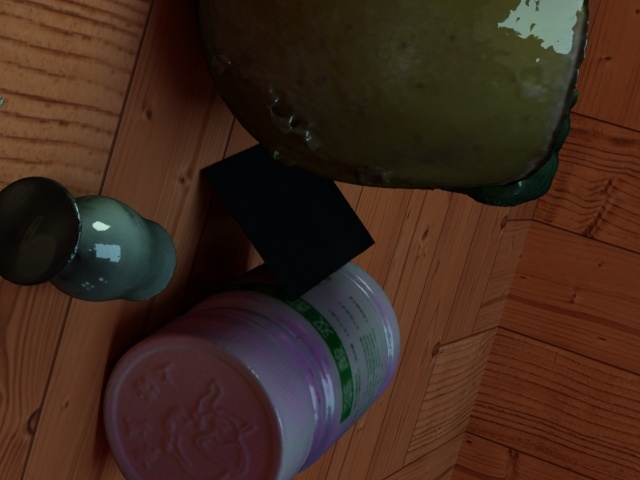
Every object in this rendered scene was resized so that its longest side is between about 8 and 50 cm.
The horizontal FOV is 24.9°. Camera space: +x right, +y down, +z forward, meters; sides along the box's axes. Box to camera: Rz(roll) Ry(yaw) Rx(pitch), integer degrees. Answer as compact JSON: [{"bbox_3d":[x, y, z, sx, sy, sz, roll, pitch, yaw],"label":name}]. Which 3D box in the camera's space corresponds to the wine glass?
[{"bbox_3d":[-0.196,0.006,1.227,0.202,0.093,0.093,21,88,-69],"label":"wine glass"}]

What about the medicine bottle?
[{"bbox_3d":[-0.063,0.146,1.557,0.325,0.212,0.212,-30,136,-62],"label":"medicine bottle"}]

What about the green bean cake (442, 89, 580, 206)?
[{"bbox_3d":[0.150,-0.217,1.665,0.169,0.300,0.307,0,108,-71],"label":"green bean cake"}]

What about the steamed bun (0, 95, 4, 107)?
[{"bbox_3d":[-0.282,-0.058,0.849,0.295,0.137,0.292,-1,112,-68],"label":"steamed bun"}]

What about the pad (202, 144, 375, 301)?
[{"bbox_3d":[-0.030,-0.036,1.604,0.006,0.170,0.245,-34,180,28],"label":"pad"}]

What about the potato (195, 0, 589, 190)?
[{"bbox_3d":[0.038,-0.266,1.359,0.385,0.320,0.442,-138,-128,-63],"label":"potato"}]
